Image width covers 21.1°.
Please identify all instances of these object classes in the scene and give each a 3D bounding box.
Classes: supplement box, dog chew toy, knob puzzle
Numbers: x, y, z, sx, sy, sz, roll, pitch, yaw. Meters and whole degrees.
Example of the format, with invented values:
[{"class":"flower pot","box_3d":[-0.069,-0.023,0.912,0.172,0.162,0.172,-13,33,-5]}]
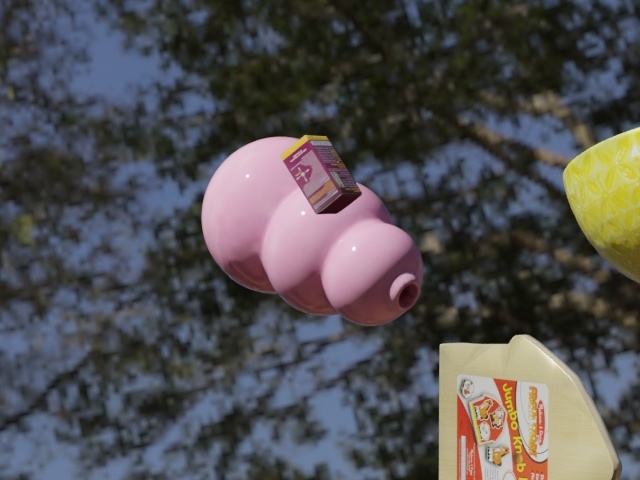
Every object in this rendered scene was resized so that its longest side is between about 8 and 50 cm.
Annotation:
[{"class":"supplement box","box_3d":[0.001,-0.075,1.954,0.043,0.083,0.055,-38,-16,23]},{"class":"dog chew toy","box_3d":[0.000,0.000,2.176,0.206,0.332,0.207,-24,-51,-34]},{"class":"knob puzzle","box_3d":[0.170,0.171,1.366,0.030,0.213,0.213,-1,-25,-38]}]

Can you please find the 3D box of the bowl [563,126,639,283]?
[{"class":"bowl","box_3d":[0.388,-0.012,1.655,0.289,0.156,0.289,-7,-15,-2]}]
